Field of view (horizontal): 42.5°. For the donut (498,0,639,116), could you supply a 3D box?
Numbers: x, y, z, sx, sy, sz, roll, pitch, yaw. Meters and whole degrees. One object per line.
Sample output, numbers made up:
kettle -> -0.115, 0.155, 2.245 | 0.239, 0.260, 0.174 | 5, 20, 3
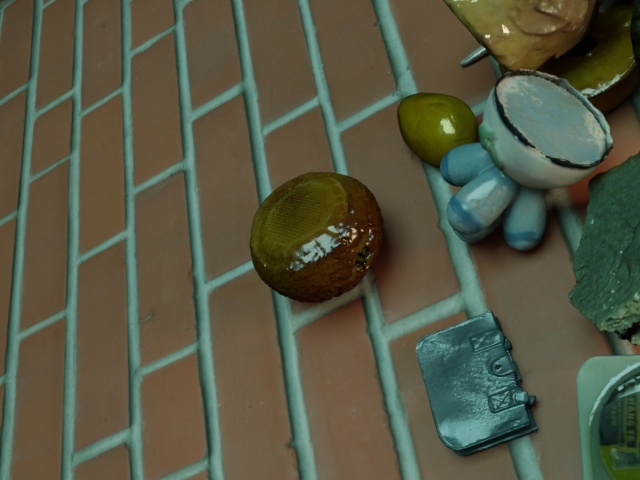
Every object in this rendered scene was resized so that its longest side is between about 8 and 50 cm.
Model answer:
donut -> 0.509, -0.363, 1.631 | 0.303, 0.110, 0.303 | -17, 52, 24

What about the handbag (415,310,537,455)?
handbag -> 0.274, 0.249, 1.450 | 0.179, 0.062, 0.229 | -26, 52, 19

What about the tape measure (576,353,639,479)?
tape measure -> 0.495, 0.292, 1.179 | 0.262, 0.138, 0.259 | -7, 81, 28

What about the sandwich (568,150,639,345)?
sandwich -> 0.518, 0.012, 1.298 | 0.262, 0.131, 0.325 | 142, 146, -65

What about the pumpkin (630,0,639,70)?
pumpkin -> 0.668, -0.359, 1.388 | 0.320, 0.320, 0.192 | -53, 28, -4

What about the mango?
mango -> 0.244, -0.243, 1.739 | 0.227, 0.109, 0.147 | 51, 120, 41

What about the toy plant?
toy plant -> 0.342, -0.117, 1.512 | 0.332, 0.247, 0.247 | 121, 147, -46

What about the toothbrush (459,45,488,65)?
toothbrush -> 0.440, -0.466, 1.797 | 0.307, 0.029, 0.025 | -31, 39, 18

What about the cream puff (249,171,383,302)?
cream puff -> 0.000, 0.000, 1.691 | 0.303, 0.212, 0.303 | -22, 43, 21

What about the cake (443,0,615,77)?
cake -> 0.383, -0.499, 1.490 | 0.321, 0.332, 0.332 | -39, 48, 20
